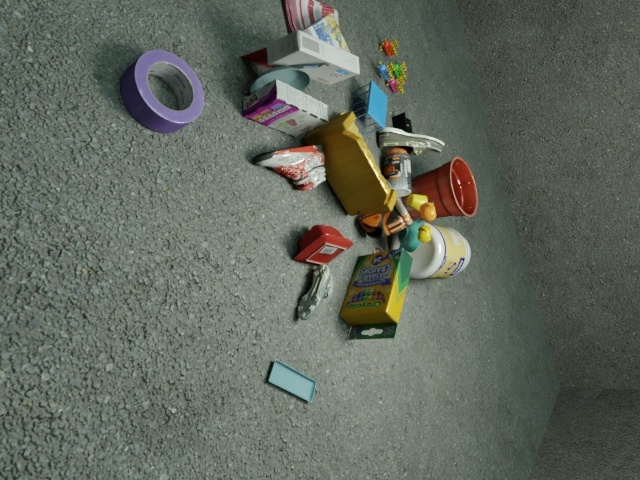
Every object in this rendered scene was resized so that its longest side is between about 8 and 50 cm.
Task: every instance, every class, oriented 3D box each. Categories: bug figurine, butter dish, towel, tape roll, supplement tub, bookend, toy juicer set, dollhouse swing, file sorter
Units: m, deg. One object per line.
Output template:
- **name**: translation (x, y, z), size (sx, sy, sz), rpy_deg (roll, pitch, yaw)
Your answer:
- **bug figurine**: translation (0.340, -0.827, 2.076), size (0.216, 0.072, 0.278), rpy_deg (46, 44, -39)
- **butter dish**: translation (0.000, 0.000, 1.430), size (0.160, 0.160, 0.118), rpy_deg (16, 45, -46)
- **towel**: translation (-0.014, -0.835, 1.702), size (0.329, 0.037, 0.236), rpy_deg (-10, 89, -50)
- **tape roll**: translation (-0.399, -0.376, 1.102), size (0.189, 0.080, 0.188), rpy_deg (17, 66, -46)
- **supplement tub**: translation (0.485, 0.049, 1.875), size (0.331, 0.241, 0.240), rpy_deg (6, 76, -48)
- **bookend**: translation (0.424, -0.513, 2.087), size (0.157, 0.072, 0.156), rpy_deg (5, 76, -49)
- **toy juicer set**: translation (0.369, -0.008, 1.677), size (0.090, 0.209, 0.328), rpy_deg (14, 103, -19)
- **dollhouse swing**: translation (0.165, -0.320, 1.593), size (0.305, 0.315, 0.346), rpy_deg (-45, 114, -30)
- **supplement tub**: translation (0.337, -0.296, 1.894), size (0.117, 0.117, 0.190), rpy_deg (16, 67, -46)
- **file sorter**: translation (0.202, -0.554, 1.819), size (0.118, 0.105, 0.170), rpy_deg (30, 59, -41)

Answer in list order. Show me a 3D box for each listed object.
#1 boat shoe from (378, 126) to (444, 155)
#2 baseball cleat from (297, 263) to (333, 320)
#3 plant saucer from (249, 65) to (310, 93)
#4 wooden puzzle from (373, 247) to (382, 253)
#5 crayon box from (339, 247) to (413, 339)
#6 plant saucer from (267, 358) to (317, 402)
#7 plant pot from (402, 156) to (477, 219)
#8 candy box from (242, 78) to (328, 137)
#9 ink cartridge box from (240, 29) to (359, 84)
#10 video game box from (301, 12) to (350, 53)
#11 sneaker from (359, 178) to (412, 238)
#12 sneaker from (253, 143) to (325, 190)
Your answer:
- **boat shoe**: translation (0.405, -0.429, 1.941), size (0.305, 0.109, 0.091), rpy_deg (10, 88, -10)
- **baseball cleat**: translation (-0.004, 0.181, 1.411), size (0.109, 0.072, 0.205), rpy_deg (54, 52, -45)
- **plant saucer**: translation (-0.129, -0.500, 1.357), size (0.195, 0.195, 0.037), rpy_deg (-7, 81, -50)
- **wooden puzzle**: translation (0.240, 0.062, 1.771), size (0.083, 0.006, 0.049), rpy_deg (40, 52, -35)
- **crayon box**: translation (0.195, 0.187, 1.533), size (0.083, 0.203, 0.322), rpy_deg (45, 49, -31)
- **plant saucer**: translation (-0.084, 0.422, 1.296), size (0.192, 0.018, 0.067), rpy_deg (41, 52, -35)
- **plant pot**: translation (0.537, -0.215, 1.988), size (0.272, 0.265, 0.272), rpy_deg (15, 69, -46)
- **candy box**: translation (-0.108, -0.416, 1.384), size (0.234, 0.159, 0.071), rpy_deg (10, 73, -48)
- **ink cartridge box**: translation (-0.062, -0.568, 1.408), size (0.296, 0.261, 0.066), rpy_deg (-5, 92, -49)
- **video game box**: translation (0.029, -0.757, 1.675), size (0.187, 0.048, 0.205), rpy_deg (60, 43, -27)
- **sneaker**: translation (0.227, -0.128, 1.723), size (0.124, 0.180, 0.321), rpy_deg (54, 11, -32)
- **sneaker**: translation (-0.086, -0.228, 1.411), size (0.270, 0.090, 0.144), rpy_deg (-20, 107, -41)
